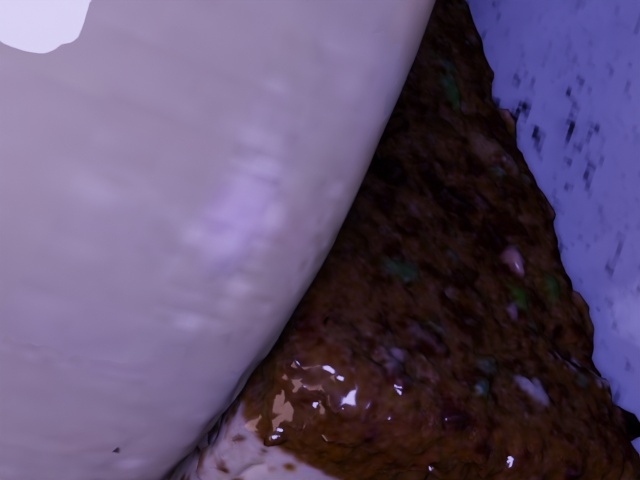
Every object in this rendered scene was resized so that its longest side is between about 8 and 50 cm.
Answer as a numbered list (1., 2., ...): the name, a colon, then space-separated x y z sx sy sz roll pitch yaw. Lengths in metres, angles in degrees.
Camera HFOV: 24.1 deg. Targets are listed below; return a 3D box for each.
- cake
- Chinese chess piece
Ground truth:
1. cake: -0.007 -0.010 0.483 0.112 0.135 0.246 -38 60 38
2. Chinese chess piece: -0.085 -0.076 0.482 0.338 0.140 0.338 -52 24 35
